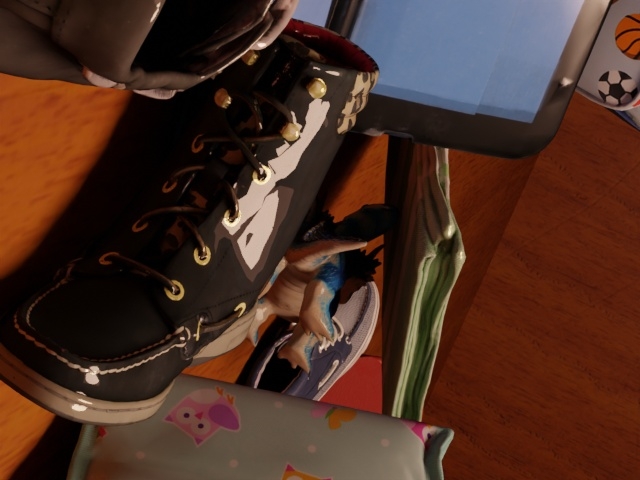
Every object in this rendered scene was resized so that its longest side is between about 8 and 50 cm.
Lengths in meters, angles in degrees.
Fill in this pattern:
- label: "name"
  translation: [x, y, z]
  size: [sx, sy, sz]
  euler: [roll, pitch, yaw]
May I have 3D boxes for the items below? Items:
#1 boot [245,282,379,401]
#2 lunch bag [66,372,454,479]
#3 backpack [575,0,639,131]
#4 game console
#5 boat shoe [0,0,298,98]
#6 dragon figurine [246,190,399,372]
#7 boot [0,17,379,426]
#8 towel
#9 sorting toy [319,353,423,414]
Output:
- label: "boot"
  translation: [-0.004, 0.087, 1.439]
  size: [0.190, 0.069, 0.086]
  euler: [-57, 170, -28]
- label: "lunch bag"
  translation: [-0.052, 0.210, 1.034]
  size: [0.262, 0.223, 0.160]
  euler: [103, -2, -49]
- label: "backpack"
  translation: [0.219, -0.221, 1.121]
  size: [0.213, 0.276, 0.263]
  euler: [-14, 135, -56]
- label: "game console"
  translation: [0.066, -0.151, 0.937]
  size: [0.250, 0.173, 0.293]
  euler: [-49, 161, -56]
- label: "boat shoe"
  translation: [-0.056, -0.100, 0.667]
  size: [0.112, 0.095, 0.335]
  euler: [-67, 169, 12]
- label: "dragon figurine"
  translation: [0.000, 0.000, 1.201]
  size: [0.144, 0.085, 0.289]
  euler: [-62, 174, -22]
- label: "boot"
  translation: [-0.061, -0.018, 0.810]
  size: [0.179, 0.085, 0.236]
  euler: [-61, 168, 17]
- label: "towel"
  translation: [0.075, -0.036, 1.261]
  size: [0.248, 0.038, 0.325]
  euler: [99, -4, -49]
- label: "sorting toy"
  translation: [-0.018, 0.255, 1.778]
  size: [0.366, 0.127, 0.126]
  euler: [-65, -160, 17]
